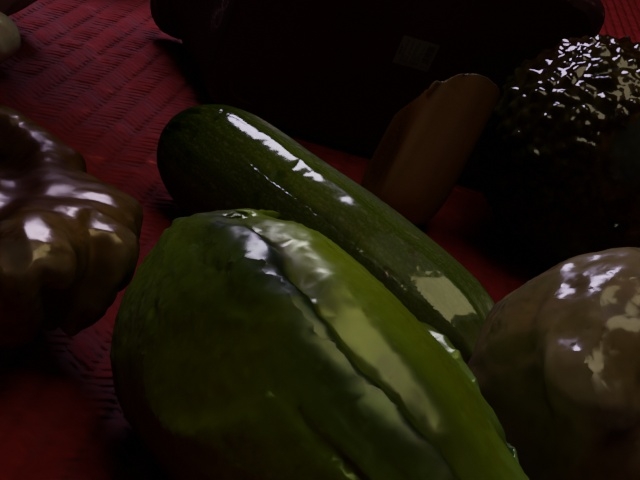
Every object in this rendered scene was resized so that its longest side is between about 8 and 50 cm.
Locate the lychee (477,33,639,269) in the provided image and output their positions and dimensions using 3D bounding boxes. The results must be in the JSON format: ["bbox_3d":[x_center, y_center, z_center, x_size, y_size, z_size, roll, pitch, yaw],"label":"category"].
[{"bbox_3d":[0.174,-0.054,0.958,0.171,0.171,0.171,20,19,-8],"label":"lychee"}]

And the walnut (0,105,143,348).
[{"bbox_3d":[-0.147,-0.009,0.604,0.143,0.069,0.170,12,21,-26],"label":"walnut"}]

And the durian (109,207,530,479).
[{"bbox_3d":[-0.006,0.057,0.551,0.139,0.101,0.250,39,2,-43],"label":"durian"}]

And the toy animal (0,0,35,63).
[{"bbox_3d":[-0.184,-0.248,0.848,0.206,0.265,0.271,38,17,-14],"label":"toy animal"}]

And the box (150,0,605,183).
[{"bbox_3d":[0.043,-0.165,1.056,0.294,0.193,0.167,14,27,-23],"label":"box"}]

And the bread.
[{"bbox_3d":[0.068,-0.061,0.931,0.049,0.103,0.062,24,11,-22],"label":"bread"}]

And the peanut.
[{"bbox_3d":[0.188,0.084,0.636,0.291,0.143,0.159,12,-13,-25],"label":"peanut"}]

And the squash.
[{"bbox_3d":[0.000,0.000,0.747,0.069,0.069,0.239,1,29,-47],"label":"squash"}]
